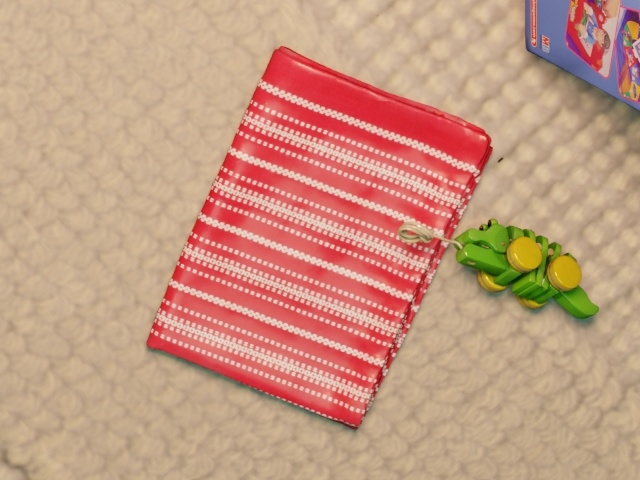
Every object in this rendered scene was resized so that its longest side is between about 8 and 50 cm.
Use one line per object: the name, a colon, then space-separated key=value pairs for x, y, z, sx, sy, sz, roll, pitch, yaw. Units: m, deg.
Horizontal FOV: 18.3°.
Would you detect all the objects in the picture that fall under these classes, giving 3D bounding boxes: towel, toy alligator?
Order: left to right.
towel: x=0.000 y=0.000 z=1.615 sx=0.199 sy=0.031 sz=0.275 roll=23 pitch=99 yaw=-7
toy alligator: x=0.148 y=0.008 z=1.610 sx=0.189 sy=0.056 sz=0.051 roll=25 pitch=57 yaw=-19

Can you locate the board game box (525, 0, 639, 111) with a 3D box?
board game box: x=0.243 y=-0.264 z=1.421 sx=0.078 sy=0.233 sz=0.347 roll=-20 pitch=124 yaw=-25
